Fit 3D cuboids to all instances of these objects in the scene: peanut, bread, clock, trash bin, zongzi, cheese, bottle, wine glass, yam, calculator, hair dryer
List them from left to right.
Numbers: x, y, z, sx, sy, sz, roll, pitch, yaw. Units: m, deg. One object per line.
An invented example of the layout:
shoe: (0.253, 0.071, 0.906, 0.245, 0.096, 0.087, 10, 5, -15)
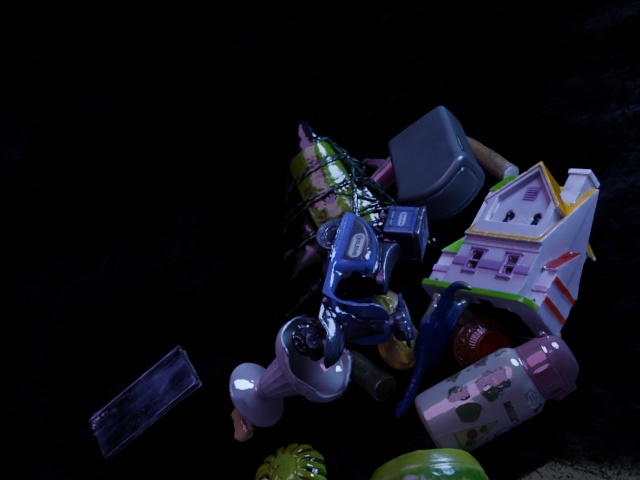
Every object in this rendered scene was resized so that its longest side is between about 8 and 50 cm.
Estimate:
calculator: (-0.382, 0.348, 2.015, 0.262, 0.021, 0.161, -39, 34, -3)
cheese: (-0.153, 0.351, 1.800, 0.044, 0.030, 0.083, -47, 34, 23)
wine glass: (-0.062, 0.247, 1.701, 0.196, 0.165, 0.165, -37, 29, 34)
bread: (-0.052, 0.409, 1.603, 0.130, 0.071, 0.139, -29, 34, 3)
zongzi: (0.000, 0.000, 1.928, 0.362, 0.319, 0.383, -35, 52, -2)
yam: (0.086, 0.245, 1.696, 0.054, 0.054, 0.132, -44, 33, -11)
hair dryer: (0.135, -0.163, 2.162, 0.106, 0.054, 0.154, -41, 24, 1)
peanut: (0.133, 0.160, 1.726, 0.087, 0.087, 0.206, -33, 35, 5)
trash bin: (0.239, -0.154, 1.963, 0.177, 0.101, 0.236, -36, 38, 24)
yam: (0.337, -0.184, 1.995, 0.046, 0.046, 0.264, -38, 33, -3)
bottle: (0.283, 0.238, 1.468, 0.253, 0.120, 0.120, -30, 34, 9)
clock: (0.364, 0.007, 1.638, 0.235, 0.166, 0.309, 9, 62, 47)

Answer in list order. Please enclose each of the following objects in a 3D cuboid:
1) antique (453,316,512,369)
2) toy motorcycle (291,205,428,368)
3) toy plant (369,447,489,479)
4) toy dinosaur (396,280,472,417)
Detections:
antique: (0.271, 0.178, 1.568, 0.104, 0.104, 0.104, -24, 36, 18)
toy motorcycle: (0.082, 0.081, 1.663, 0.213, 0.125, 0.358, 3, 47, 16)
toy plant: (0.174, 0.461, 1.283, 0.224, 0.184, 0.315, -26, 51, 23)
toy dinosaur: (0.185, 0.176, 1.561, 0.075, 0.247, 0.188, 27, 60, 9)
